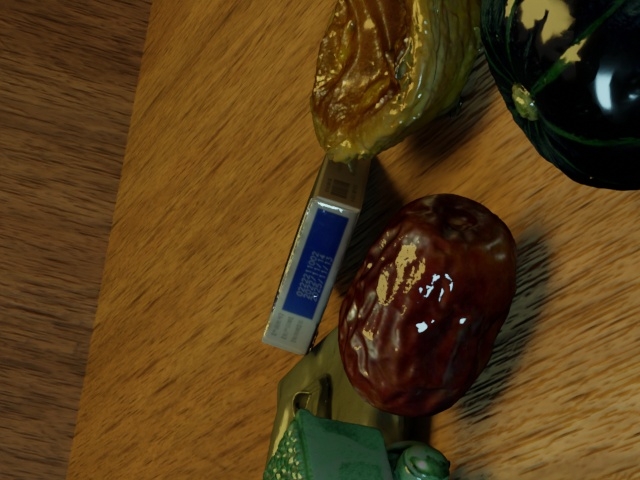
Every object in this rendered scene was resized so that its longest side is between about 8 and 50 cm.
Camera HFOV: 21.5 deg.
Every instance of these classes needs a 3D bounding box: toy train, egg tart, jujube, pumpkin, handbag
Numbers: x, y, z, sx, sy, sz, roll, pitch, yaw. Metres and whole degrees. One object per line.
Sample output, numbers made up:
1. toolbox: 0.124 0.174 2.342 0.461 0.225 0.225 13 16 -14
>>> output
1. toy train: 0.031 0.311 1.770 0.145 0.201 0.266 -102 29 -51
2. egg tart: 0.098 -0.244 2.083 0.351 0.153 0.340 -147 72 -71
3. jujube: 0.106 0.072 1.768 0.183 0.183 0.243 -101 21 -53
4. pumpkin: 0.271 -0.175 1.468 0.248 0.248 0.248 -165 90 -72
5. handbag: 0.025 0.217 2.009 0.316 0.109 0.253 -43 32 50

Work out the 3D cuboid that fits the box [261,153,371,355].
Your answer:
1. box: 0.000 0.000 2.174 0.343 0.065 0.200 -75 5 -75
